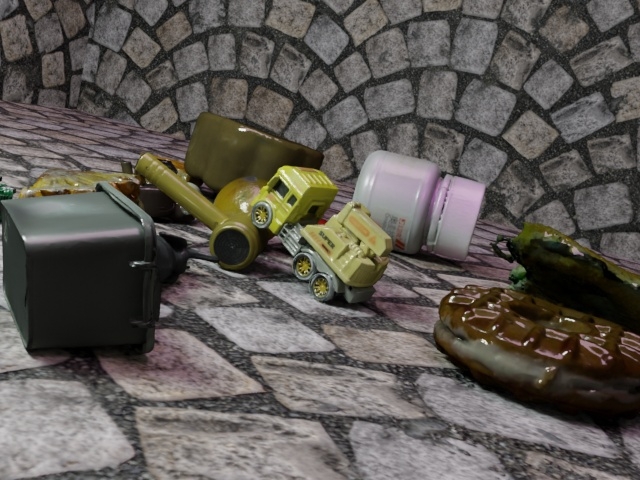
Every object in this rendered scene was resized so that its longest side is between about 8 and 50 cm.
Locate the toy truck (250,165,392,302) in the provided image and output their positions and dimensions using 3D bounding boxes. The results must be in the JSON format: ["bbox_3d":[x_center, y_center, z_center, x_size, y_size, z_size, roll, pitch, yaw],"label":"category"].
[{"bbox_3d":[0.010,-0.021,1.279,0.124,0.157,0.272,1,41,-53],"label":"toy truck"}]

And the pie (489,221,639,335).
[{"bbox_3d":[0.431,0.091,1.231,0.296,0.078,0.371,20,-17,23],"label":"pie"}]

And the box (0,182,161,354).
[{"bbox_3d":[-0.285,0.029,0.846,0.135,0.163,0.243,-4,18,-31],"label":"box"}]

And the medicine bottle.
[{"bbox_3d":[0.244,-0.083,1.852,0.302,0.241,0.241,15,10,11],"label":"medicine bottle"}]

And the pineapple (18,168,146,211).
[{"bbox_3d":[-0.433,-0.071,1.305,0.236,0.114,0.186,0,16,-41],"label":"pineapple"}]

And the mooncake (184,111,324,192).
[{"bbox_3d":[-0.186,-0.208,2.023,0.378,0.200,0.378,20,6,-2],"label":"mooncake"}]

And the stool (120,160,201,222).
[{"bbox_3d":[-0.347,-0.103,1.578,0.217,0.121,0.125,5,10,-15],"label":"stool"}]

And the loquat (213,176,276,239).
[{"bbox_3d":[-0.146,-0.060,1.522,0.152,0.152,0.195,11,23,-10],"label":"loquat"}]

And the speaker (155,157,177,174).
[{"bbox_3d":[-0.406,-0.159,1.903,0.044,0.082,0.218,9,9,-17],"label":"speaker"}]

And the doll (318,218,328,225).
[{"bbox_3d":[0.000,0.000,1.553,0.183,0.085,0.217,4,23,-38],"label":"doll"}]

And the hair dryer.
[{"bbox_3d":[-0.222,-0.058,1.330,0.279,0.090,0.135,39,12,-2],"label":"hair dryer"}]

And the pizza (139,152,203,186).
[{"bbox_3d":[-0.432,-0.198,2.125,0.197,0.058,0.292,19,8,-21],"label":"pizza"}]

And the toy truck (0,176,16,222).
[{"bbox_3d":[-0.585,-0.078,1.276,0.079,0.065,0.147,1,15,-41],"label":"toy truck"}]

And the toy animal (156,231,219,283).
[{"bbox_3d":[-0.266,0.021,1.112,0.137,0.082,0.269,19,7,14],"label":"toy animal"}]

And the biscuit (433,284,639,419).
[{"bbox_3d":[0.324,0.153,1.072,0.332,0.103,0.332,12,11,-2],"label":"biscuit"}]
